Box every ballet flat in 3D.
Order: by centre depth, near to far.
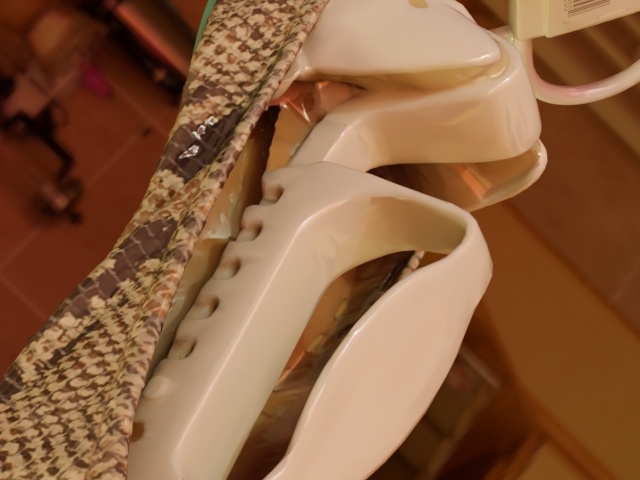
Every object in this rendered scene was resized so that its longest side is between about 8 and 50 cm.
[{"bbox_3d":[0.000,0.000,0.680,0.182,0.164,0.483,-11,-142,36],"label":"ballet flat"}]

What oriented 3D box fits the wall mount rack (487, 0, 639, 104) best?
[{"bbox_3d":[0.193,-0.243,0.920,0.304,0.130,0.350,-17,147,-5],"label":"wall mount rack"}]
